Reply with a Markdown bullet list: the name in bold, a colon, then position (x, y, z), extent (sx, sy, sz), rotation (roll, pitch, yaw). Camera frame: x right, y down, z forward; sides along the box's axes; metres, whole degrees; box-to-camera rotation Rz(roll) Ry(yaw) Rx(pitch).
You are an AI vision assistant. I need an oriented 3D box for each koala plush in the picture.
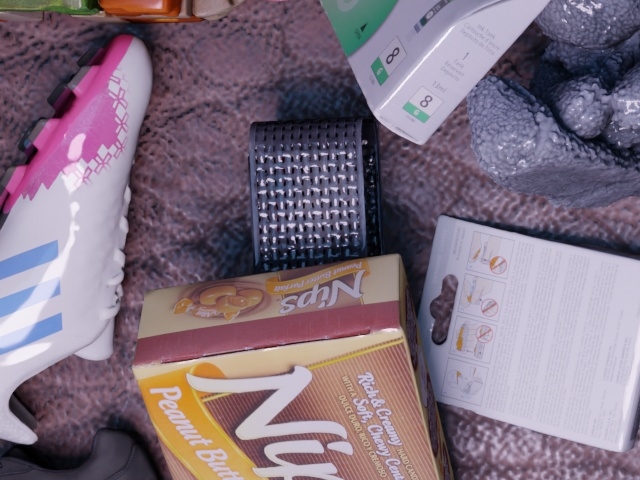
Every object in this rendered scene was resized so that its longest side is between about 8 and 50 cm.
- **koala plush**: position (0.201, -0.152, 1.311), extent (0.196, 0.203, 0.221), rotation (-22, 70, 21)

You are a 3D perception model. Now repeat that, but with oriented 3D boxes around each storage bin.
- **storage bin**: position (0.000, 0.000, 1.357), extent (0.084, 0.122, 0.180), rotation (-3, 94, 8)

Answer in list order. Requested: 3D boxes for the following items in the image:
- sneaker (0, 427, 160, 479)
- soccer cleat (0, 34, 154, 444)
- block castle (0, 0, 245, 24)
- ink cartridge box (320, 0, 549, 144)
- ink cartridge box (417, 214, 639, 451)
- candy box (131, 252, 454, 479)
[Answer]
- **sneaker**: position (-0.249, 0.232, 1.432), extent (0.286, 0.109, 0.130), rotation (-20, 81, 2)
- **soccer cleat**: position (-0.192, 0.005, 1.403), extent (0.143, 0.116, 0.331), rotation (31, 100, -11)
- **block castle**: position (-0.206, -0.311, 1.319), extent (0.453, 0.213, 0.303), rotation (1, 94, 8)
- **ink cartridge box**: position (0.102, -0.200, 1.287), extent (0.056, 0.181, 0.224), rotation (29, 112, -29)
- **ink cartridge box**: position (0.163, 0.069, 1.391), extent (0.179, 0.045, 0.145), rotation (14, 97, 25)
- **candy box**: position (-0.002, 0.166, 1.311), extent (0.183, 0.087, 0.316), rotation (-9, 126, 8)
